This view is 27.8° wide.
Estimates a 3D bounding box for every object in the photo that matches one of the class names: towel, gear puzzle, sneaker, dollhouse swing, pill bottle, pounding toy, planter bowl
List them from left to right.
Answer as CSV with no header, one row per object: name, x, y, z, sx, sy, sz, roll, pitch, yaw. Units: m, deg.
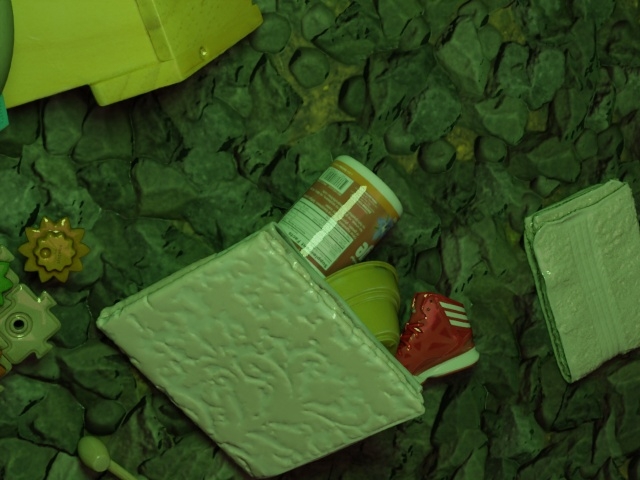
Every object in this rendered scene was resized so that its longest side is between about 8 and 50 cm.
gear puzzle,-0.412,0.102,1.567,0.339,0.044,0.175,-40,113,-5
dollhouse swing,-0.306,-0.353,1.567,0.315,0.305,0.346,-48,123,-54
pounding toy,-0.261,0.399,1.694,0.155,0.154,0.269,-14,107,-20
towel,-0.077,0.154,1.669,0.317,0.053,0.332,-28,114,33
pill bottle,0.000,0.000,1.737,0.216,0.121,0.121,-48,114,-7
planter bowl,0.040,0.135,1.737,0.217,0.090,0.217,-28,149,-18
sneaker,0.119,0.144,1.851,0.221,0.087,0.128,-19,100,-31
towel,0.418,0.059,1.966,0.187,0.049,0.282,-25,110,-16

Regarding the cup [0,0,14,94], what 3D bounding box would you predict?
cup,-0.458,-0.192,1.288,0.331,0.237,0.331,-7,112,-19

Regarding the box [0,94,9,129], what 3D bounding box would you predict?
box,-0.436,-0.236,1.474,0.101,0.060,0.244,-1,114,14
